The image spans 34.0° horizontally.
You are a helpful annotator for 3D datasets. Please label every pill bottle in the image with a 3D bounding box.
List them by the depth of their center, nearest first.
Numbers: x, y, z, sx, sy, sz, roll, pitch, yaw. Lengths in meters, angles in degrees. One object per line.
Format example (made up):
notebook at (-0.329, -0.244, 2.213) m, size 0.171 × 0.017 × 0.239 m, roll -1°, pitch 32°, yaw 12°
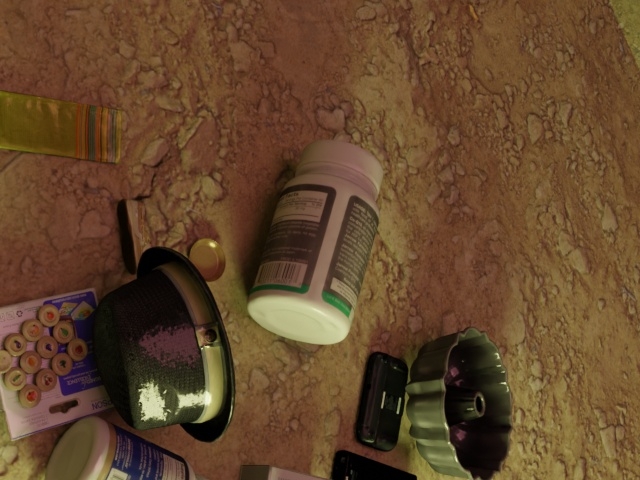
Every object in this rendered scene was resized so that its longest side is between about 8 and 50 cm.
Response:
pill bottle at (-0.299, 0.403, 1.703) m, size 0.265 × 0.153 × 0.153 m, roll 35°, pitch 59°, yaw -32°
pill bottle at (0.000, 0.000, 2.028) m, size 0.204 × 0.204 × 0.361 m, roll 34°, pitch 60°, yaw -32°

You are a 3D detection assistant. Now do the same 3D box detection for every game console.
game console at (0.127, 0.414, 2.166) m, size 0.213 × 0.044 × 0.361 m, roll 28°, pitch 63°, yaw -37°

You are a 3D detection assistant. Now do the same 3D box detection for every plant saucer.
plant saucer at (-0.213, 0.038, 1.953) m, size 0.083 × 0.015 × 0.083 m, roll 10°, pitch 75°, yaw -40°

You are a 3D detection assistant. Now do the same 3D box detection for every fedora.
fedora at (-0.272, 0.182, 1.689) m, size 0.152 × 0.334 × 0.334 m, roll -15°, pitch 91°, yaw -33°

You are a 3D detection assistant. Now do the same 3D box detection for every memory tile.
memory tile at (-0.443, 0.180, 1.653) m, size 0.113 × 0.012 × 0.148 m, roll 55°, pitch 51°, yaw -18°

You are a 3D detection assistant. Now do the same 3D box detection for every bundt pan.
bundt pan at (0.287, 0.353, 2.241) m, size 0.331 × 0.124 × 0.331 m, roll 21°, pitch 65°, yaw -53°

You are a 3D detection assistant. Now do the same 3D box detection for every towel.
towel at (-0.445, -0.193, 1.789) m, size 0.237 × 0.021 × 0.102 m, roll 5°, pitch 77°, yaw -41°

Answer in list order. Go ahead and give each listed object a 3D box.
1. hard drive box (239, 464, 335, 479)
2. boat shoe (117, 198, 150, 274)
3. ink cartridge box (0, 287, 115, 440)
hard drive box at (-0.068, 0.543, 1.926) m, size 0.181 × 0.089 × 0.232 m, roll 24°, pitch 66°, yaw -37°
boat shoe at (-0.322, -0.007, 1.840) m, size 0.045 × 0.050 × 0.135 m, roll -3°, pitch 83°, yaw -37°
ink cartridge box at (-0.439, 0.196, 1.693) m, size 0.206 × 0.045 × 0.208 m, roll -12°, pitch 88°, yaw -43°
